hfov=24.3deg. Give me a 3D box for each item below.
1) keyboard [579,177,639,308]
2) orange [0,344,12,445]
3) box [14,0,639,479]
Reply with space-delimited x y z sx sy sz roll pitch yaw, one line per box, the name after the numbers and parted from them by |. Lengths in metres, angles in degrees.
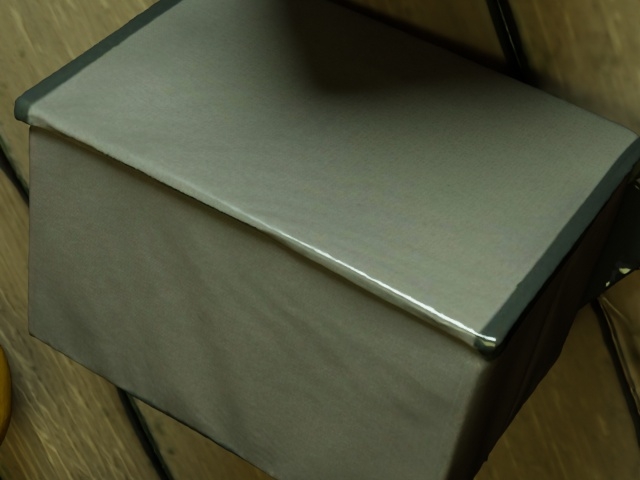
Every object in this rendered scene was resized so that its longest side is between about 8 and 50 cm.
0.104 0.016 0.796 0.074 0.015 0.196 49 135 1 | keyboard
-0.295 0.111 1.055 0.159 0.159 0.136 32 178 11 | orange
0.000 0.000 0.727 0.252 0.188 0.153 26 133 19 | box
